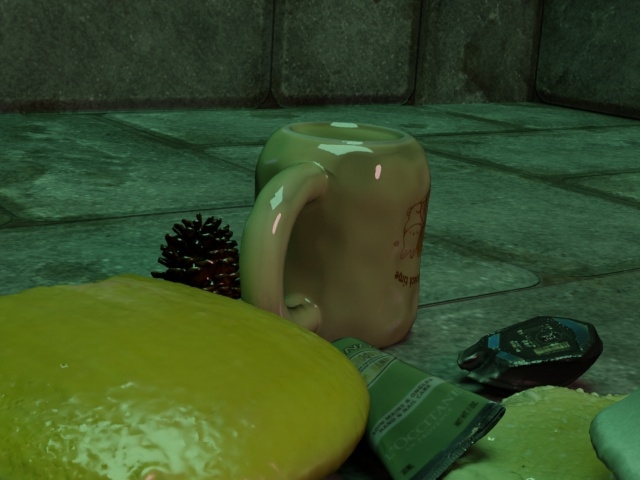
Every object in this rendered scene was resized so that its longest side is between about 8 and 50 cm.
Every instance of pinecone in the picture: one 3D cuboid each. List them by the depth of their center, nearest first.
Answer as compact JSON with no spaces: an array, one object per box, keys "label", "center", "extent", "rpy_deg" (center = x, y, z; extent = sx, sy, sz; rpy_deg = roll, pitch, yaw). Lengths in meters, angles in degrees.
[{"label":"pinecone","center":[-0.117,0.029,1.015],"extent":[0.102,0.109,0.102],"rpy_deg":[13,-8,2]}]

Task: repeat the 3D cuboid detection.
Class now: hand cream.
[{"label":"hand cream","center":[0.052,0.119,0.755],"extent":[0.086,0.055,0.235],"rpy_deg":[-44,18,-8]}]

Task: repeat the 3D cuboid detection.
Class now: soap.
[{"label":"soap","center":[-0.174,0.095,0.733],"extent":[0.427,0.115,0.306],"rpy_deg":[12,13,30]}]

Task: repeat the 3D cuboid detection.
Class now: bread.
[{"label":"bread","center":[0.223,0.165,0.684],"extent":[0.316,0.054,0.316],"rpy_deg":[4,12,-1]}]

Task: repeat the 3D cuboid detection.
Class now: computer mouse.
[{"label":"computer mouse","center":[0.188,0.109,0.902],"extent":[0.135,0.047,0.079],"rpy_deg":[-11,24,-11]}]

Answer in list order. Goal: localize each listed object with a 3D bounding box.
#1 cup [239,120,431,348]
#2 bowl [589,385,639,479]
[{"label":"cup","center":[-0.012,-0.005,0.982],"extent":[0.255,0.202,0.173],"rpy_deg":[-10,20,-40]},{"label":"bowl","center":[0.375,0.079,0.495],"extent":[0.435,0.195,0.435],"rpy_deg":[16,7,-2]}]
